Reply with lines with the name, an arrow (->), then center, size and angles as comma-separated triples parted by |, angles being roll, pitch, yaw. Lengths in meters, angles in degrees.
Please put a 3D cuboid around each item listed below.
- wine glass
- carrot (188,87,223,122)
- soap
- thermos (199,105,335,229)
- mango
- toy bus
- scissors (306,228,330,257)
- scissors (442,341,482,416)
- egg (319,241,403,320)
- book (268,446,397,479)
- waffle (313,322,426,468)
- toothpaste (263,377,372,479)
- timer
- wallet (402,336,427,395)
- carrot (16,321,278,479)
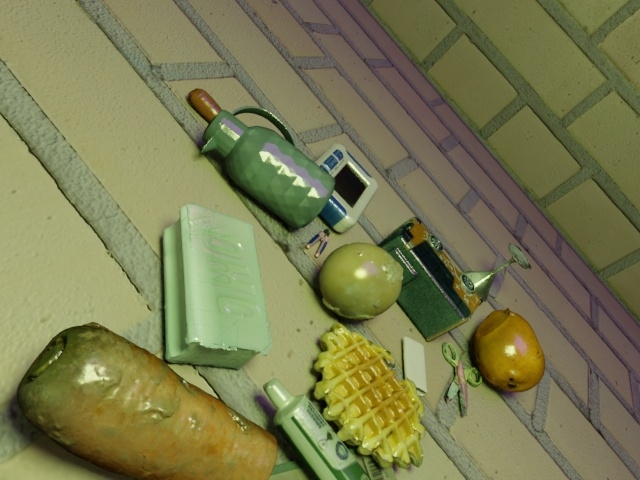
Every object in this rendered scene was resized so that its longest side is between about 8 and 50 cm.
wine glass -> 0.535, 0.094, 1.447 | 0.122, 0.183, 0.122 | 30, 36, -25
carrot -> -0.218, -0.264, 1.096 | 0.216, 0.048, 0.048 | 46, 33, -12
soap -> -0.168, 0.074, 0.762 | 0.150, 0.094, 0.262 | 17, 44, -38
thermos -> -0.107, -0.170, 1.016 | 0.286, 0.145, 0.182 | 39, 62, -14
mango -> 0.492, 0.281, 1.240 | 0.191, 0.159, 0.290 | 57, 23, -1
toy bus -> 0.253, 0.093, 1.177 | 0.275, 0.138, 0.167 | 54, 36, 5
scissors -> 0.000, 0.000, 1.096 | 0.039, 0.012, 0.113 | 45, 34, -6
scissors -> 0.330, 0.331, 1.126 | 0.133, 0.020, 0.187 | 43, 32, -2
egg -> 0.084, 0.084, 0.980 | 0.201, 0.164, 0.164 | 8, 50, -52
book -> 0.040, 0.424, 0.706 | 0.282, 0.025, 0.215 | 13, 46, -42
waffle -> 0.096, 0.282, 0.870 | 0.261, 0.056, 0.250 | 33, 32, -24
toothpaste -> 0.043, 0.363, 0.701 | 0.392, 0.061, 0.098 | 52, 26, 3
timer -> 0.044, -0.136, 1.226 | 0.178, 0.078, 0.253 | 47, 35, -7
wallet -> 0.204, 0.273, 1.039 | 0.061, 0.025, 0.122 | 35, 36, -22
carrot -> -0.195, 0.216, 0.560 | 0.302, 0.138, 0.139 | 42, 34, -19
